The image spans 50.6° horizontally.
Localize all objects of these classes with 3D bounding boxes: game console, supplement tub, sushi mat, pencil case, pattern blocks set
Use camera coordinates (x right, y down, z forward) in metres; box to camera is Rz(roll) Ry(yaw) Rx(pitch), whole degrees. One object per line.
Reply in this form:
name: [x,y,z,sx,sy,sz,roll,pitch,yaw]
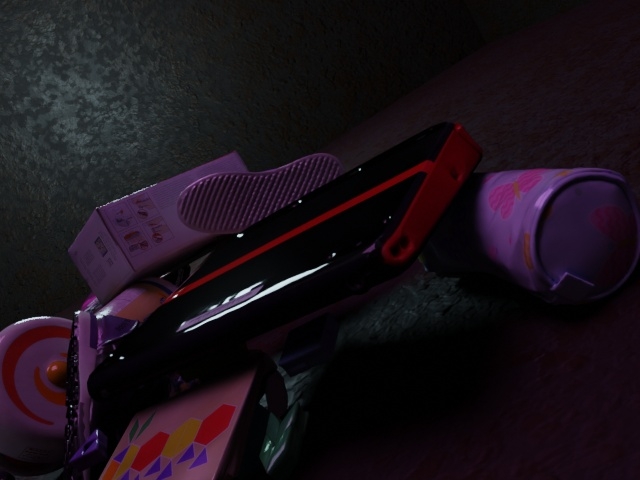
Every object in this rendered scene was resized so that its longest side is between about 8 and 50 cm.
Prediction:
game console: [-0.026,0.019,0.709,0.386,0.060,0.342,-27,14,32]
supplement tub: [-0.314,0.166,1.118,0.144,0.144,0.200,-22,15,37]
sushi mat: [-0.158,0.018,1.156,0.151,0.019,0.316,-34,9,15]
pencil case: [0.186,-0.010,0.677,0.124,0.113,0.273,-52,15,-8]
pattern blocks set: [-0.127,0.181,0.580,0.325,0.026,0.285,-25,25,35]

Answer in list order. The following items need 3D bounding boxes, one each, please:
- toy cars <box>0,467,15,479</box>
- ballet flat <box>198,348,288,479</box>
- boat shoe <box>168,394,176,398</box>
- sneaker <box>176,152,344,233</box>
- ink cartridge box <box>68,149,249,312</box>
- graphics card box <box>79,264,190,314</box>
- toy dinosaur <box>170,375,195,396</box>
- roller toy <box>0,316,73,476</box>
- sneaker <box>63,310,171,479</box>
toy cars: [-0.534,0.394,0.861,0.393,0.087,0.176,-29,40,1]
ballet flat: [-0.077,0.161,0.705,0.087,0.083,0.247,-33,18,-5]
boat shoe: [-0.161,0.207,0.852,0.035,0.035,0.100,-4,-14,-42]
sneaker: [-0.105,-0.074,1.164,0.282,0.102,0.161,-12,5,-11]
ink cartridge box: [-0.300,-0.013,1.290,0.309,0.130,0.272,-30,-3,-39]
graphics card box: [-0.416,0.140,1.504,0.233,0.094,0.371,-28,18,3]
toy dinosaur: [-0.192,0.201,0.932,0.090,0.047,0.082,-45,-4,-13]
roller toy: [-0.374,0.209,0.918,0.146,0.209,0.191,-42,-6,35]
sneaker: [-0.234,0.193,0.804,0.283,0.124,0.107,-109,34,-46]
